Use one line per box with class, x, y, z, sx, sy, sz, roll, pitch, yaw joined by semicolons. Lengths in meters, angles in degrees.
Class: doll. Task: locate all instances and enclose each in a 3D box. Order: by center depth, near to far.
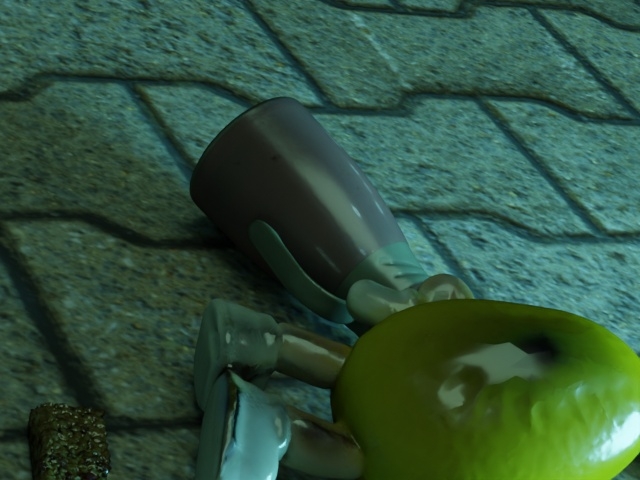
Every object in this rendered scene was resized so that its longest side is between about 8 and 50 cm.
doll;0.083;0.162;1.569;0.423;0.161;0.348;27;53;5

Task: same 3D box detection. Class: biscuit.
biscuit;-0.195;0.198;1.429;0.064;0.034;0.199;14;32;-18

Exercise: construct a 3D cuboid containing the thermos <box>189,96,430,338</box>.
thermos;0.000;0.000;1.768;0.176;0.146;0.265;-8;48;-50
